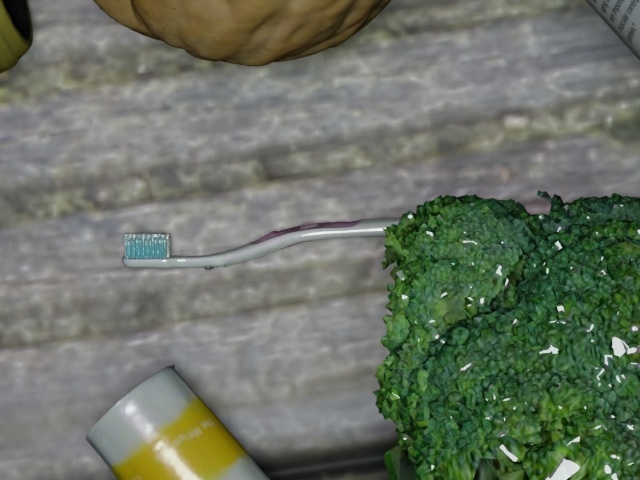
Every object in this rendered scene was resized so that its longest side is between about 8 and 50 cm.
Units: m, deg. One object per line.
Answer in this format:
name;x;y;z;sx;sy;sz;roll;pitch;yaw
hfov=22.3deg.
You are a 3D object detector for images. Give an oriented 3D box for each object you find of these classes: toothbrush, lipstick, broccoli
toothbrush;0.000;0.000;0.816;0.204;0.017;0.022;-4;105;5
lipstick;-0.009;0.178;0.783;0.059;0.059;0.264;-41;83;1
broccoli;0.115;0.093;0.709;0.270;0.270;0.270;-35;83;33

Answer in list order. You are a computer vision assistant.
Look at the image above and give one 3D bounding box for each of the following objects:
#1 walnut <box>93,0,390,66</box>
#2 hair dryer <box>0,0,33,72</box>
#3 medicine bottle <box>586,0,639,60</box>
walnut;-0.033;-0.183;0.748;0.213;0.213;0.213;0;86;5
hair dryer;-0.245;-0.200;0.824;0.135;0.090;0.278;-17;79;4
medicine bottle;0.193;-0.138;0.708;0.157;0.157;0.288;-40;79;1
